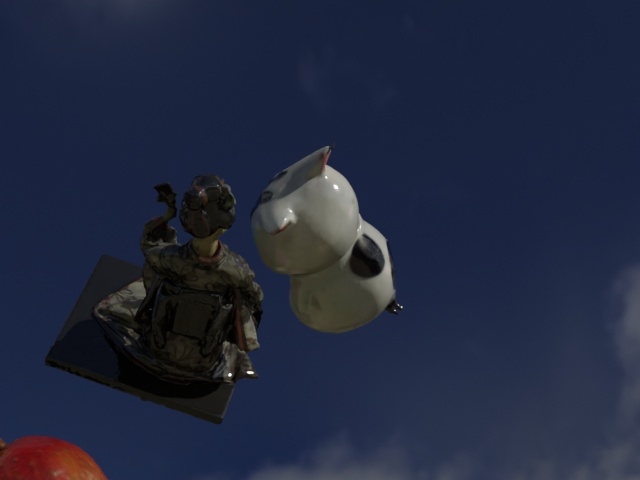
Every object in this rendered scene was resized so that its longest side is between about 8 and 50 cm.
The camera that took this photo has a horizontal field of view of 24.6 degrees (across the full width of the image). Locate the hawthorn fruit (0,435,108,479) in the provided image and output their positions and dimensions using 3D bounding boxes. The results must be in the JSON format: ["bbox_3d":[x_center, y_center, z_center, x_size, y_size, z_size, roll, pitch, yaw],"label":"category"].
[{"bbox_3d":[-0.300,0.292,1.506,0.205,0.253,0.205,-19,-10,-3],"label":"hawthorn fruit"}]

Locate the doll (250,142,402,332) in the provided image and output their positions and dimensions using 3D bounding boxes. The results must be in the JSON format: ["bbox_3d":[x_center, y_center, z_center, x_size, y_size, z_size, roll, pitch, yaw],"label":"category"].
[{"bbox_3d":[0.001,0.004,1.318,0.107,0.110,0.180,5,-33,37],"label":"doll"}]

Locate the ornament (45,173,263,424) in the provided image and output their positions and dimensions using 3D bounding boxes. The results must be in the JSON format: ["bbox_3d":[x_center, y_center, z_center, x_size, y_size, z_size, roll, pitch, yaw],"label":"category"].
[{"bbox_3d":[-0.104,0.015,1.175,0.166,0.153,0.196,19,-53,-1],"label":"ornament"}]
